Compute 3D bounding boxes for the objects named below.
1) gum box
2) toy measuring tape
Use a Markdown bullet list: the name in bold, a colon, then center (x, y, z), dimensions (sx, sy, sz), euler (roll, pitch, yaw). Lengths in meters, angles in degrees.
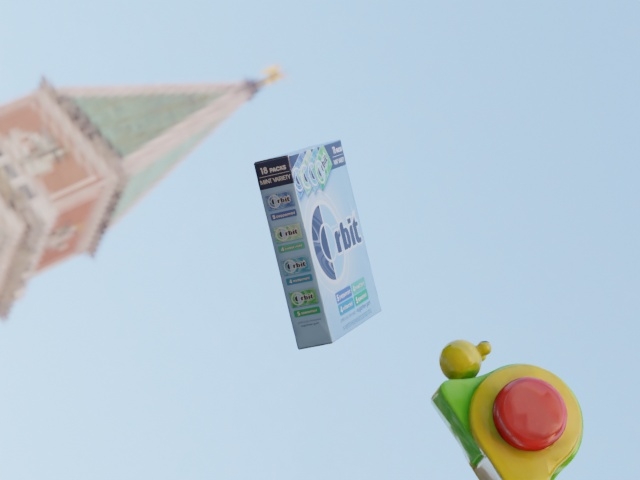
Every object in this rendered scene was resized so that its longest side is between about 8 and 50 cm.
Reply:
- **gum box**: center (0.000, 0.000, 1.553), dimensions (0.041, 0.157, 0.184), euler (-12, -86, 21)
- **toy measuring tape**: center (0.223, 0.225, 1.471), dimensions (0.330, 0.121, 0.121), euler (56, -39, 14)
